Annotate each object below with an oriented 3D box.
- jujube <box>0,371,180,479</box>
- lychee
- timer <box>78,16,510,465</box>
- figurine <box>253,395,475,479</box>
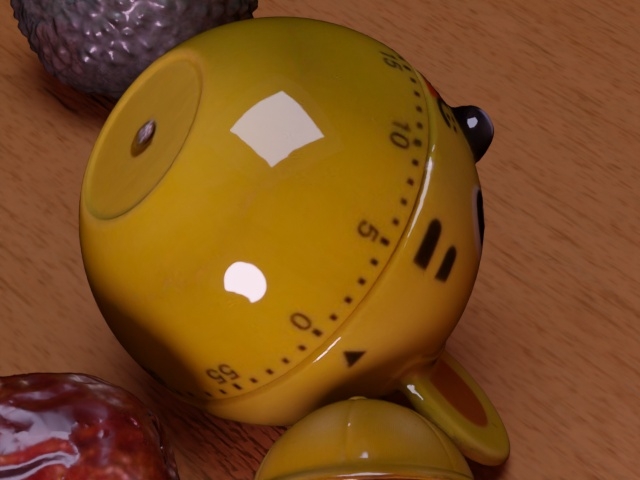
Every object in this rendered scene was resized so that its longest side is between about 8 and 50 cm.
[{"bbox_3d":[-0.248,0.206,1.469,0.290,0.197,0.197,-19,38,-1],"label":"jujube"},{"bbox_3d":[-0.192,-0.268,2.078,0.255,0.255,0.274,33,16,37],"label":"lychee"},{"bbox_3d":[0.000,0.000,1.656,0.387,0.376,0.376,33,22,-32],"label":"timer"},{"bbox_3d":[0.034,0.229,1.450,0.192,0.167,0.257,9,37,-11],"label":"figurine"}]
